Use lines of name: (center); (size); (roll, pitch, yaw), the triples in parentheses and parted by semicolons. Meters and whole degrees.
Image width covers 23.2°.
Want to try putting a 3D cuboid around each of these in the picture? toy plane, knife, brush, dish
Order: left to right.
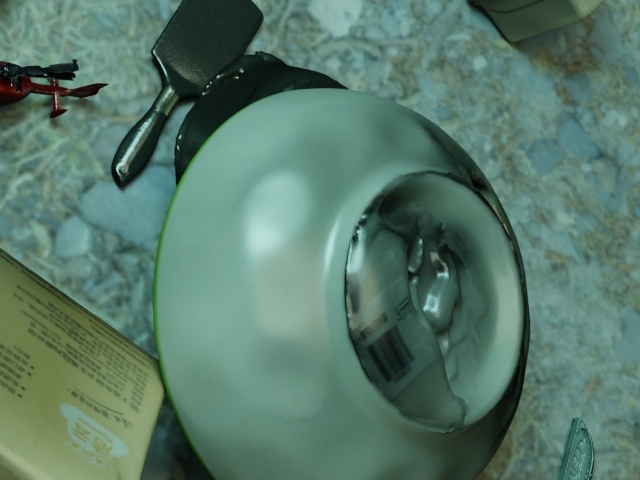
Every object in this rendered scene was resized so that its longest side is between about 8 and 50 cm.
toy plane: (-0.223, -0.112, 1.113); (0.145, 0.060, 0.037); (3, 74, -40)
brush: (-0.109, -0.121, 1.190); (0.063, 0.016, 0.193); (35, 64, -12)
dish: (0.051, 0.045, 1.067); (0.324, 0.124, 0.324); (8, 78, -42)
knife: (0.185, 0.238, 1.225); (0.028, 0.015, 0.210); (25, 66, -10)

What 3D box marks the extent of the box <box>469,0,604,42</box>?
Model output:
box: (0.193, -0.217, 1.302); (0.089, 0.122, 0.062); (-44, 107, -28)

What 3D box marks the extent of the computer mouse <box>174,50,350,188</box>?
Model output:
computer mouse: (-0.004, 0.000, 1.169); (0.168, 0.087, 0.295); (-47, 111, -37)

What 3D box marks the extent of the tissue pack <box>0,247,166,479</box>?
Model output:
tissue pack: (-0.282, 0.106, 0.955); (0.305, 0.238, 0.238); (37, 64, -13)
